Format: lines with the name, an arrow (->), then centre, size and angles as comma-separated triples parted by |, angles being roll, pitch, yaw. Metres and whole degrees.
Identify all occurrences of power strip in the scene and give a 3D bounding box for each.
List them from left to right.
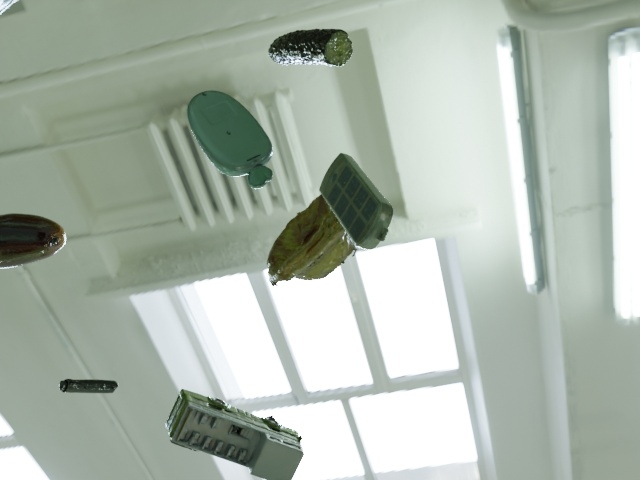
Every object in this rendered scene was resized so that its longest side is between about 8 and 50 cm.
power strip -> 0.050, -0.067, 1.107 | 0.029, 0.080, 0.227 | 16, -156, -30

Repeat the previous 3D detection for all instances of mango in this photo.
mango -> -0.672, 0.000, 1.486 | 0.267, 0.111, 0.133 | -2, -142, -6

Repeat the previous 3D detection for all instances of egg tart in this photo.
egg tart -> 0.000, 0.000, 1.589 | 0.294, 0.116, 0.295 | -41, -159, 19

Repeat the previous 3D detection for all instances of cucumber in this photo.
cucumber -> -0.036, -0.386, 1.412 | 0.072, 0.072, 0.300 | -31, -153, -21

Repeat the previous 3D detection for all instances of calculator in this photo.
calculator -> -0.114, -0.134, 0.922 | 0.095, 0.021, 0.153 | -30, -102, -36

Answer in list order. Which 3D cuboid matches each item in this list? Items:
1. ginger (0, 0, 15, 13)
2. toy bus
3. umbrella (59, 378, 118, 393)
ginger -> -0.407, -0.329, 0.851 | 0.137, 0.089, 0.290 | 9, -142, -13
toy bus -> -0.186, 0.438, 1.562 | 0.113, 0.301, 0.139 | -65, -164, 1
umbrella -> -0.517, 0.325, 1.574 | 0.133, 0.036, 0.031 | 11, -160, -42
